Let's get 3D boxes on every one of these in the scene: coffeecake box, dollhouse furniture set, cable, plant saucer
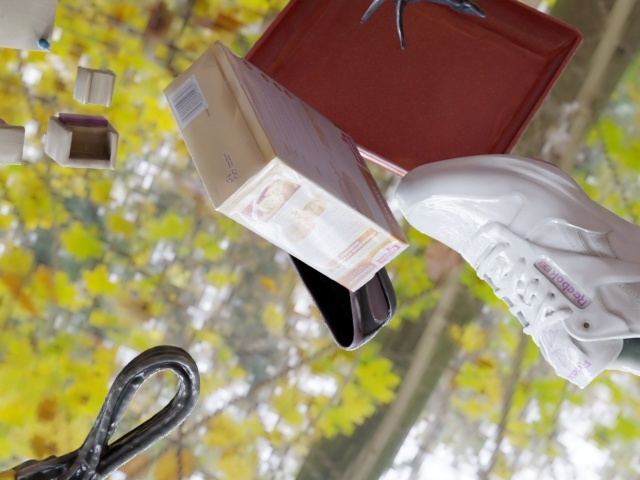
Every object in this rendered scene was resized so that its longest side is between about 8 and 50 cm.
[{"bbox_3d":[-0.027,-0.058,1.382,0.185,0.068,0.142,32,-156,-47],"label":"coffeecake box"},{"bbox_3d":[-0.394,-0.264,2.090,0.286,0.303,0.198,2,-162,-25],"label":"dollhouse furniture set"},{"bbox_3d":[-0.208,0.205,1.405,0.139,0.287,0.072,58,-171,-17],"label":"cable"},{"bbox_3d":[0.082,-0.160,1.612,0.259,0.047,0.258,26,-126,12],"label":"plant saucer"}]

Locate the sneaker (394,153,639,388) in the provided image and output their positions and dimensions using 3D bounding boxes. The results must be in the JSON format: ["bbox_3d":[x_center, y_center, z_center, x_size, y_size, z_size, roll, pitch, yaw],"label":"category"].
[{"bbox_3d":[0.198,0.029,1.421,0.305,0.114,0.152,24,-119,1],"label":"sneaker"}]

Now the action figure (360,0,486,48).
[{"bbox_3d":[0.115,-0.312,1.522,0.164,0.275,0.141,34,-177,27],"label":"action figure"}]

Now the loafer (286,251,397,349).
[{"bbox_3d":[0.000,0.000,2.137,0.302,0.109,0.095,61,-139,-19],"label":"loafer"}]
